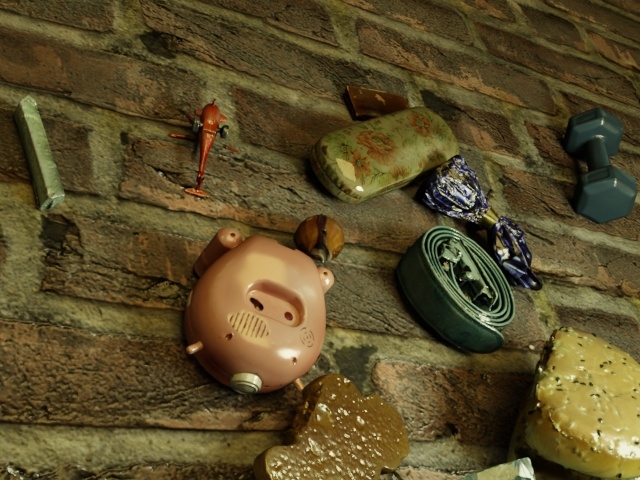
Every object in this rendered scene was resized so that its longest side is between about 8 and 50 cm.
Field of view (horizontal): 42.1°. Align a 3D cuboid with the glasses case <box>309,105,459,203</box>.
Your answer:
[{"bbox_3d":[0.146,-0.186,1.760,0.425,0.098,0.156,-24,76,-46],"label":"glasses case"}]

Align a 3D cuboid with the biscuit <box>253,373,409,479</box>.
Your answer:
[{"bbox_3d":[0.016,0.298,1.227,0.183,0.047,0.320,57,34,7],"label":"biscuit"}]

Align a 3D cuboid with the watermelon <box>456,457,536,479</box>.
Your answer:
[{"bbox_3d":[0.212,0.419,1.224,0.320,0.289,0.213,26,12,3],"label":"watermelon"}]

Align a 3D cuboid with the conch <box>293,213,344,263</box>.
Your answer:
[{"bbox_3d":[0.000,-0.006,1.460,0.086,0.080,0.233,31,-1,6],"label":"conch"}]

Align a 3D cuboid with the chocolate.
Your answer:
[{"bbox_3d":[0.361,-0.030,1.778,0.343,0.126,0.148,44,0,-1],"label":"chocolate"}]

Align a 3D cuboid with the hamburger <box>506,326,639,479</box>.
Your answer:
[{"bbox_3d":[0.482,0.321,1.465,0.277,0.195,0.318,24,37,9],"label":"hamburger"}]

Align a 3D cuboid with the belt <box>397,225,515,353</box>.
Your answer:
[{"bbox_3d":[0.270,0.094,1.596,0.207,0.116,0.267,-10,59,-46],"label":"belt"}]

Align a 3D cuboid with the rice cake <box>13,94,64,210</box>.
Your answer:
[{"bbox_3d":[-0.451,-0.140,1.323,0.034,0.043,0.210,0,55,-42],"label":"rice cake"}]

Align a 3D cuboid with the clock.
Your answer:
[{"bbox_3d":[-0.095,0.122,1.291,0.227,0.142,0.241,24,48,-18],"label":"clock"}]

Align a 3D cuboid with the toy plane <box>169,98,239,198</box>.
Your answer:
[{"bbox_3d":[-0.217,-0.174,1.507,0.126,0.077,0.194,28,51,-1],"label":"toy plane"}]

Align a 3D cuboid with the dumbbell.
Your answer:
[{"bbox_3d":[0.723,-0.198,2.160,0.144,0.160,0.324,6,46,4],"label":"dumbbell"}]

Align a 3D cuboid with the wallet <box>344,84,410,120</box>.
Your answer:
[{"bbox_3d":[0.135,-0.305,1.910,0.176,0.026,0.095,2,60,-34],"label":"wallet"}]
